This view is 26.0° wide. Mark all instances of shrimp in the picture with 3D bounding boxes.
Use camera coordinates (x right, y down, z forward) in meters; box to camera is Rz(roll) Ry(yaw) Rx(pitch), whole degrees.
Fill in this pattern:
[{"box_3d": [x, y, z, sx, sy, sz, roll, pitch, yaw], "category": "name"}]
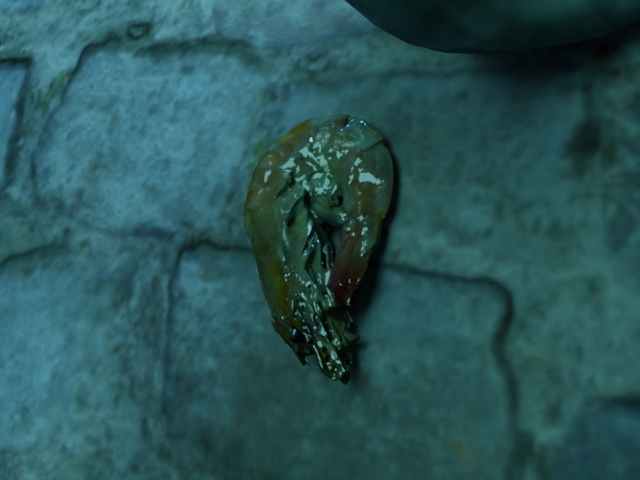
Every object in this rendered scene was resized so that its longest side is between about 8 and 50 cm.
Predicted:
[{"box_3d": [0.000, 0.000, 0.810, 0.101, 0.042, 0.190, -24, 50, 22], "category": "shrimp"}]

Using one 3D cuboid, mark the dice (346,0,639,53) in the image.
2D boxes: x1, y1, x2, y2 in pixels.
[{"box_3d": [0.082, -0.325, 0.705, 0.328, 0.348, 0.330, -36, 47, 20], "category": "dice"}]
